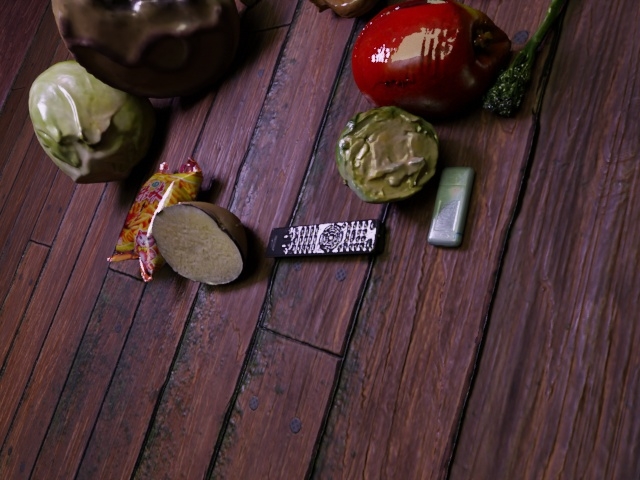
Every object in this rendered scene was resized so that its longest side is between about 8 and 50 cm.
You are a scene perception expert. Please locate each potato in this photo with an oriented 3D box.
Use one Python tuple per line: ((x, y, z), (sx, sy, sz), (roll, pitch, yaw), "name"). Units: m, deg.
((-0.218, -0.012, 0.940), (0.202, 0.182, 0.117), (-6, 25, 29), "potato")

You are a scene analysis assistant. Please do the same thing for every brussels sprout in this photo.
((-0.596, -0.318, 1.257), (0.247, 0.327, 0.328), (-23, 56, 59), "brussels sprout")
((0.102, -0.127, 0.732), (0.151, 0.122, 0.149), (29, 98, 7), "brussels sprout")

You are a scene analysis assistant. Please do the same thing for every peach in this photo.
((0.131, -0.281, 0.745), (0.267, 0.154, 0.159), (23, 89, 41), "peach")

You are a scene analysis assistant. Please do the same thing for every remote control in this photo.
((0.191, -0.051, 0.693), (0.053, 0.018, 0.125), (3, 74, 40), "remote control")
((0.000, 0.000, 0.820), (0.245, 0.025, 0.063), (-3, 70, 38), "remote control")

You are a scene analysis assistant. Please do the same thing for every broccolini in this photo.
((0.310, -0.285, 0.678), (0.051, 0.054, 0.239), (31, 90, 6), "broccolini")

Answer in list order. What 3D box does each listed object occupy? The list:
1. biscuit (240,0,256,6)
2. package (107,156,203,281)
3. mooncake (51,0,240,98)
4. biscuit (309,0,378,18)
((-0.123, -0.644, 1.174), (0.174, 0.039, 0.183), (-46, 49, 13), "biscuit")
((-0.371, -0.054, 1.089), (0.223, 0.108, 0.288), (12, 72, 46), "package")
((-0.396, -0.531, 1.110), (0.394, 0.393, 0.246), (-24, 55, 18), "mooncake")
((0.115, -0.642, 0.966), (0.394, 0.076, 0.368), (-40, 52, 15), "biscuit")
